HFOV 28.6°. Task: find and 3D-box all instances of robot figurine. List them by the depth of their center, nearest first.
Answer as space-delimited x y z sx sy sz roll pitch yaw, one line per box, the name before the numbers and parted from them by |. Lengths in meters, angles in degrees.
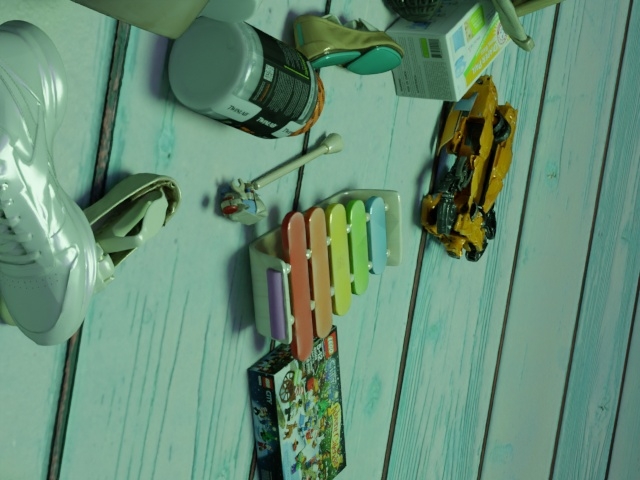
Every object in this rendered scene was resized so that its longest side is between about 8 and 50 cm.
robot figurine | 0.242 -0.110 2.043 0.211 0.085 0.291 37 67 -56

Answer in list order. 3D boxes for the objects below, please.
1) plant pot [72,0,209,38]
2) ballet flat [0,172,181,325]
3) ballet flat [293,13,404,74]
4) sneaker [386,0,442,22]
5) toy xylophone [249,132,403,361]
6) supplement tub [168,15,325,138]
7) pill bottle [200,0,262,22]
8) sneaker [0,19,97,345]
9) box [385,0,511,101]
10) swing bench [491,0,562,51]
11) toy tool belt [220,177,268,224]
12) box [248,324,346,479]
plant pot | -0.164 -0.349 1.141 0.323 0.323 0.280 10 107 -59
ballet flat | -0.230 0.006 1.308 0.248 0.086 0.086 -49 137 -40
ballet flat | 0.041 -0.268 1.683 0.232 0.080 0.073 -8 76 -60
sneaker | 0.149 -0.453 1.774 0.130 0.109 0.286 -33 127 -55
toy xylophone | 0.000 0.000 1.682 0.322 0.081 0.236 -42 132 -46
supplement tub | -0.080 -0.185 1.463 0.190 0.117 0.117 17 84 -58
pill bottle | -0.065 -0.393 1.377 0.301 0.169 0.169 -66 146 -22
sneaker | -0.296 -0.043 1.153 0.152 0.114 0.305 -30 114 -61
box | 0.197 -0.308 1.890 0.203 0.103 0.114 -49 136 -40
swing bench | 0.315 -0.452 1.772 0.254 0.165 0.253 -32 136 6
toy tool belt | -0.101 -0.052 1.544 0.083 0.052 0.051 23 48 -61
box | -0.028 0.249 1.745 0.159 0.044 0.233 -34 127 -49
